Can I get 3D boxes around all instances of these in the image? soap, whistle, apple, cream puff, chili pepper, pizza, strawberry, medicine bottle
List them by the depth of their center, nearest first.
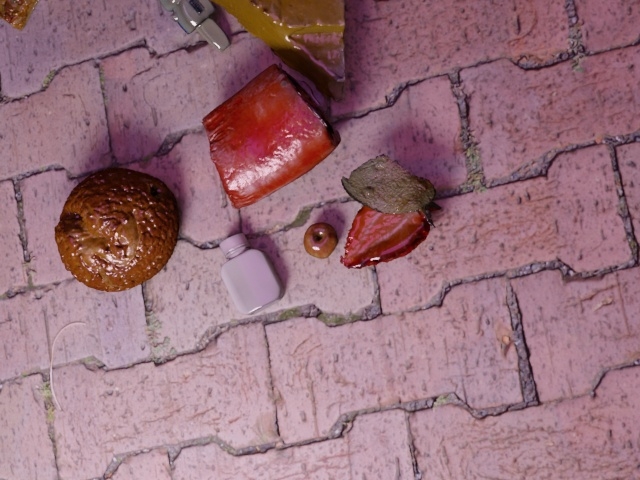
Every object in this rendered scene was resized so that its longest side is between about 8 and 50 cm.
[{"bbox_3d":[0.156,-0.012,1.766,0.174,0.098,0.228,30,87,18],"label":"strawberry"},{"bbox_3d":[-0.133,-0.237,1.781,0.305,0.229,0.251,-31,91,7],"label":"chili pepper"},{"bbox_3d":[-0.112,-0.481,1.793,0.338,0.169,0.305,0,80,-2],"label":"soap"},{"bbox_3d":[0.000,0.000,1.816,0.083,0.071,0.084,-1,80,5],"label":"apple"},{"bbox_3d":[-0.485,-0.025,1.840,0.302,0.212,0.303,0,91,11],"label":"cream puff"},{"bbox_3d":[-0.170,0.077,1.843,0.119,0.069,0.183,-29,82,9],"label":"medicine bottle"},{"bbox_3d":[-0.311,-0.555,1.887,0.244,0.092,0.110,46,70,-15],"label":"whistle"},{"bbox_3d":[-0.791,-0.614,2.022,0.174,0.046,0.134,-22,82,8],"label":"pizza"}]

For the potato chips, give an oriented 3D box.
[{"bbox_3d":[0.148,-0.124,1.730,0.209,0.026,0.143,-6,78,11],"label":"potato chips"}]
